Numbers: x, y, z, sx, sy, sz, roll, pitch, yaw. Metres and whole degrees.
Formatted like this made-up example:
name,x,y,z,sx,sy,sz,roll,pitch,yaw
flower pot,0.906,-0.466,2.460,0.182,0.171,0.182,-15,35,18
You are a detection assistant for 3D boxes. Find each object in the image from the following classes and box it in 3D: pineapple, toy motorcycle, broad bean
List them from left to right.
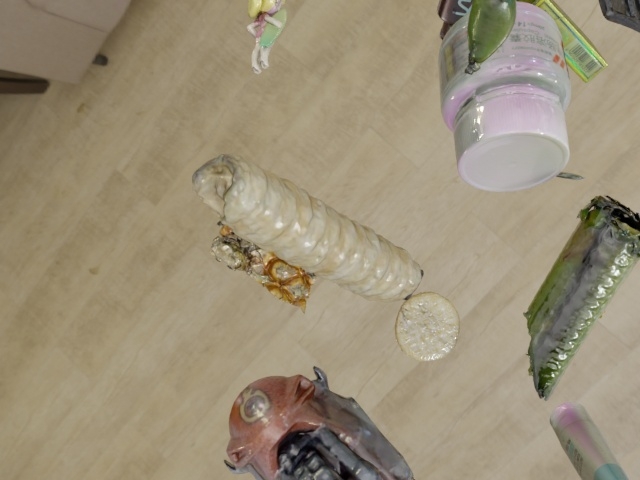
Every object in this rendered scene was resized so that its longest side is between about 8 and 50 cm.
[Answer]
name,x,y,z,sx,sy,sz,roll,pitch,yaw
pineapple,-0.106,-0.014,1.028,0.140,0.164,0.250,-55,40,11
toy motorcycle,0.001,0.145,0.402,0.118,0.212,0.084,40,79,15
broad bean,0.228,-0.315,0.785,0.070,0.048,0.214,8,136,-4

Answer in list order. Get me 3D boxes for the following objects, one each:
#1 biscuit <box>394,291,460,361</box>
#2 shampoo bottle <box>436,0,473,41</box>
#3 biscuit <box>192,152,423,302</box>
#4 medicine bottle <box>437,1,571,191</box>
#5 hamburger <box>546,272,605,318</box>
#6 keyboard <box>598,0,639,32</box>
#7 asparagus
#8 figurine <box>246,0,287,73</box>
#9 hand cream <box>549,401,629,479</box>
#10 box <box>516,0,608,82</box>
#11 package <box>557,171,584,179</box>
name,x,y,z,sx,sy,sz,roll,pitch,yaw
biscuit,0.331,0.268,1.865,0.219,0.033,0.220,0,91,-8
shampoo bottle,0.349,-0.592,1.403,0.129,0.323,0.084,6,63,-2
biscuit,0.000,0.000,0.469,0.061,0.219,0.055,1,69,45
medicine bottle,0.353,-0.270,1.160,0.241,0.241,0.302,-6,63,17
hamburger,0.525,0.101,1.223,0.081,0.141,0.126,-40,102,17
keyboard,0.274,-0.315,0.580,0.017,0.087,0.251,-25,66,57
asparagus,0.455,0.106,1.094,0.128,0.108,0.382,26,104,5
figurine,-0.104,-0.395,1.083,0.083,0.083,0.187,2,77,16
hand cream,0.439,0.378,0.926,0.070,0.312,0.111,-6,112,3
box,0.515,-0.456,1.304,0.220,0.141,0.064,37,124,-22
package,0.619,-0.164,1.524,0.037,0.110,0.015,-3,104,-17
